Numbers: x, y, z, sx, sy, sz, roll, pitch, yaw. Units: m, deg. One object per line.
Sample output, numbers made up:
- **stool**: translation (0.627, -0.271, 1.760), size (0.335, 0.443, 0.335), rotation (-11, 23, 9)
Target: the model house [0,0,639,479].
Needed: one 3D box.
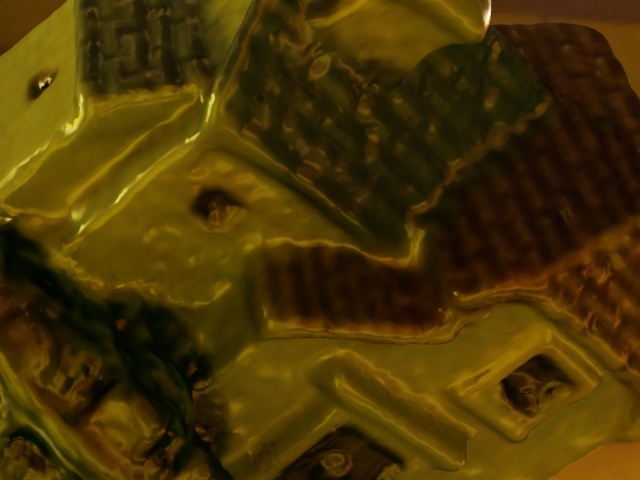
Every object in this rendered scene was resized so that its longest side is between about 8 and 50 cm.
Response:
- **model house**: translation (0.000, 0.000, 0.524), size (0.189, 0.214, 0.195), rotation (-38, 34, 20)
